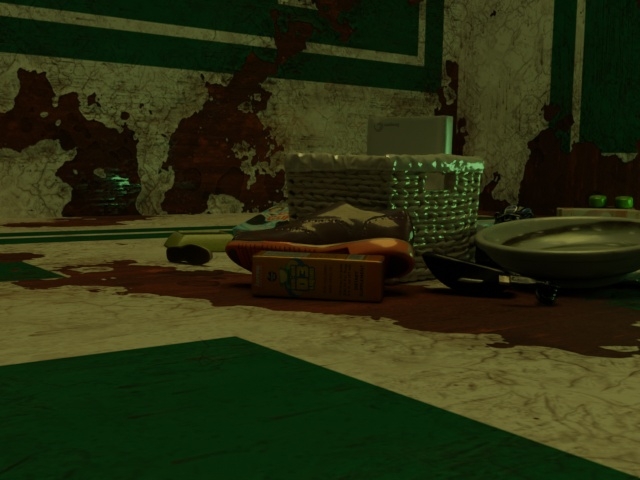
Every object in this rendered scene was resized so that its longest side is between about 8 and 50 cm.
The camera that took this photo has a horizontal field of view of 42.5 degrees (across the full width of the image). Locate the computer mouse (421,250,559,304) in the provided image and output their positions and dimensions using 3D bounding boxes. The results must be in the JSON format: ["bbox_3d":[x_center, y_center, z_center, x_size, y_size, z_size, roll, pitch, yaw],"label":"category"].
[{"bbox_3d":[0.307,0.078,1.508,0.261,0.060,0.184,14,3,9],"label":"computer mouse"}]

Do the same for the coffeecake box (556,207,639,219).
[{"bbox_3d":[0.667,-0.006,1.990,0.185,0.143,0.068,1,5,4],"label":"coffeecake box"}]

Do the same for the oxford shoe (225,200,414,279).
[{"bbox_3d":[0.000,0.000,1.579,0.363,0.133,0.130,1,-33,9],"label":"oxford shoe"}]

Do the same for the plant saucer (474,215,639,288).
[{"bbox_3d":[0.524,0.028,1.710,0.400,0.101,0.400,-5,10,1],"label":"plant saucer"}]

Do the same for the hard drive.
[{"bbox_3d":[0.209,-0.123,2.008,0.233,0.353,0.047,6,6,42],"label":"hard drive"}]

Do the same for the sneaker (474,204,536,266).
[{"bbox_3d":[0.444,-0.013,2.001,0.129,0.147,0.330,4,7,32],"label":"sneaker"}]

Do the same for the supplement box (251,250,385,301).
[{"bbox_3d":[-0.004,0.063,1.466,0.233,0.078,0.080,2,7,11],"label":"supplement box"}]

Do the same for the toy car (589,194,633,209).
[{"bbox_3d":[0.841,-0.039,2.422,0.148,0.155,0.188,4,15,27],"label":"toy car"}]

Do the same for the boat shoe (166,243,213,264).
[{"bbox_3d":[-0.296,0.028,1.905,0.135,0.050,0.045,5,12,35],"label":"boat shoe"}]

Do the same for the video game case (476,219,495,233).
[{"bbox_3d":[0.379,-0.012,2.214,0.244,0.061,0.269,-5,-2,-41],"label":"video game case"}]

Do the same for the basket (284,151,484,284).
[{"bbox_3d":[0.135,-0.062,1.820,0.328,0.267,0.331,-4,8,-44],"label":"basket"}]

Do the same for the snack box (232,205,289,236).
[{"bbox_3d":[-0.058,-0.029,2.237,0.321,0.060,0.187,6,25,36],"label":"snack box"}]

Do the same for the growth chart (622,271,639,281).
[{"bbox_3d":[0.653,0.078,1.755,0.237,0.021,0.172,5,7,33],"label":"growth chart"}]

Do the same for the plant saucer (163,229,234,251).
[{"bbox_3d":[-0.318,0.000,2.233,0.188,0.045,0.188,0,6,-20],"label":"plant saucer"}]
